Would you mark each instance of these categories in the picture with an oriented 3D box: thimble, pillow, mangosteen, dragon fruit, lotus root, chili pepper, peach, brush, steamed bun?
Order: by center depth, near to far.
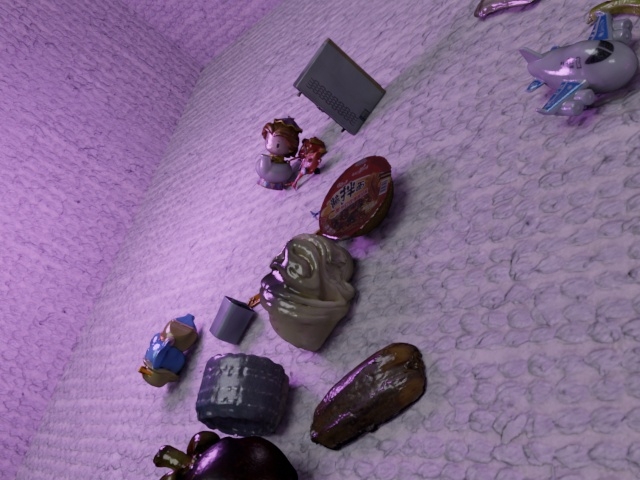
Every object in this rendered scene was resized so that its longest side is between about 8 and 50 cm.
[{"bbox_3d":[-0.190,0.543,1.295,0.297,0.297,0.294,-34,68,32],"label":"mangosteen"},{"bbox_3d":[0.081,0.337,1.326,0.329,0.078,0.167,-42,31,21],"label":"lotus root"},{"bbox_3d":[0.682,-0.516,1.336,0.049,0.043,0.208,-48,29,-12],"label":"chili pepper"},{"bbox_3d":[-0.200,0.400,1.551,0.236,0.205,0.172,-6,57,23],"label":"thimble"},{"bbox_3d":[-0.048,0.114,1.601,0.275,0.206,0.320,-41,37,19],"label":"steamed bun"},{"bbox_3d":[0.539,-0.701,1.718,0.131,0.038,0.232,-58,31,-10],"label":"pillow"},{"bbox_3d":[0.001,-0.001,1.772,0.098,0.061,0.098,-52,0,1],"label":"peach"},{"bbox_3d":[-0.144,0.150,1.885,0.272,0.013,0.103,-33,37,34],"label":"brush"},{"bbox_3d":[-0.043,-0.321,2.144,0.112,0.068,0.126,-50,31,14],"label":"dragon fruit"}]

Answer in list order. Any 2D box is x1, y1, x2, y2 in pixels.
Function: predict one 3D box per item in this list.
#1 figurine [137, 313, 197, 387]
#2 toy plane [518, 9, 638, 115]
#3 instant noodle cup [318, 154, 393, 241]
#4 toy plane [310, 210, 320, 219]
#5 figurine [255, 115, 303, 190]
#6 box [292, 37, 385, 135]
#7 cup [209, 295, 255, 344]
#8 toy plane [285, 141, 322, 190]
[{"bbox_3d":[-0.518,0.384,2.084,0.180,0.154,0.262,-36,18,45],"label":"figurine"},{"bbox_3d":[0.555,-0.379,1.307,0.266,0.122,0.267,-32,40,32],"label":"toy plane"},{"bbox_3d":[0.120,-0.101,1.677,0.274,0.090,0.274,-35,37,31],"label":"instant noodle cup"},{"bbox_3d":[0.032,-0.107,1.857,0.167,0.054,0.062,-30,14,35],"label":"toy plane"},{"bbox_3d":[-0.150,-0.319,2.165,0.142,0.189,0.264,22,107,20],"label":"figurine"},{"bbox_3d":[0.061,-0.490,1.961,0.211,0.270,0.045,-55,29,4],"label":"box"},{"bbox_3d":[-0.286,0.243,1.904,0.128,0.095,0.130,27,89,57],"label":"cup"},{"bbox_3d":[-0.062,-0.240,2.066,0.194,0.126,0.077,-39,62,24],"label":"toy plane"}]
